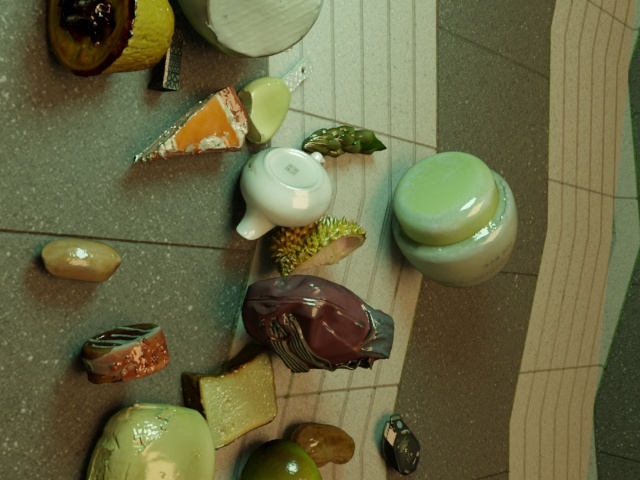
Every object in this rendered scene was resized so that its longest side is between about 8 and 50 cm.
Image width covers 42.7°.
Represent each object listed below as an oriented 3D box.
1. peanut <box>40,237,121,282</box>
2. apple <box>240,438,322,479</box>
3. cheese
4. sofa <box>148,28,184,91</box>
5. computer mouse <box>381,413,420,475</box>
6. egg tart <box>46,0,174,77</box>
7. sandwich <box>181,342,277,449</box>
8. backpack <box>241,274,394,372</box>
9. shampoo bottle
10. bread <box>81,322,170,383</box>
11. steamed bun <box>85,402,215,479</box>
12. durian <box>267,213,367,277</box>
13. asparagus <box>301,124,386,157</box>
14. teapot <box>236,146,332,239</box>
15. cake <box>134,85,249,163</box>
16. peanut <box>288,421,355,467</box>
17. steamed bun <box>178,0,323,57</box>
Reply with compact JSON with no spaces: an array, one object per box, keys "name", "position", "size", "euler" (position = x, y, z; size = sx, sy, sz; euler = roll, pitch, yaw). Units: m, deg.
[{"name":"peanut","position":[-0.431,0.035,1.471],"size":[0.152,0.076,0.076],"euler":[9,87,-42]},{"name":"apple","position":[-0.087,0.546,1.818],"size":[0.157,0.196,0.196],"euler":[-31,117,-29]},{"name":"cheese","position":[-0.095,-0.329,1.812],"size":[0.255,0.050,0.127],"euler":[-52,127,-32]},{"name":"sofa","position":[-0.298,-0.349,1.580],"size":[0.039,0.060,0.118],"euler":[6,91,-41]},{"name":"computer mouse","position":[0.211,0.559,2.234],"size":[0.106,0.062,0.192],"euler":[-40,116,-36]},{"name":"egg tart","position":[-0.360,-0.386,1.417],"size":[0.171,0.215,0.215],"euler":[-7,100,-59]},{"name":"sandwich","position":[-0.190,0.338,1.772],"size":[0.214,0.065,0.186],"euler":[-23,111,-44]},{"name":"backpack","position":[-0.020,0.179,1.748],"size":[0.317,0.283,0.197],"euler":[33,59,-54]},{"name":"shampoo bottle","position":[0.353,-0.046,2.127],"size":[0.322,0.322,0.317],"euler":[-59,137,-25]},{"name":"bread","position":[-0.357,0.207,1.509],"size":[0.160,0.160,0.073],"euler":[-19,102,-45]},{"name":"steamed bun","position":[-0.320,0.455,1.569],"size":[0.232,0.166,0.273],"euler":[23,77,-48]},{"name":"durian","position":[-0.009,-0.004,1.859],"size":[0.249,0.138,0.183],"euler":[-4,138,-49]},{"name":"asparagus","position":[0.054,-0.239,1.966],"size":[0.287,0.080,0.080],"euler":[-14,105,-44]},{"name":"teapot","position":[-0.070,-0.113,1.778],"size":[0.298,0.204,0.139],"euler":[-35,157,-44]},{"name":"cake","position":[-0.249,-0.200,1.623],"size":[0.287,0.098,0.135],"euler":[-39,121,-38]},{"name":"peanut","position":[0.005,0.498,1.983],"size":[0.226,0.095,0.108],"euler":[21,95,-50]},{"name":"steamed bun","position":[-0.145,-0.525,1.598],"size":[0.309,0.309,0.309],"euler":[-7,99,-47]}]
